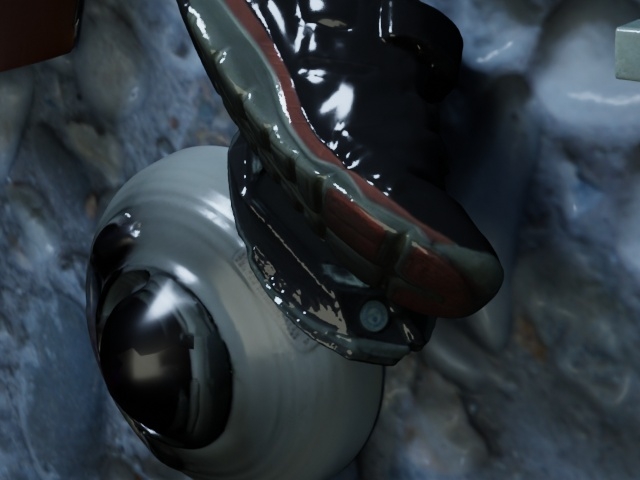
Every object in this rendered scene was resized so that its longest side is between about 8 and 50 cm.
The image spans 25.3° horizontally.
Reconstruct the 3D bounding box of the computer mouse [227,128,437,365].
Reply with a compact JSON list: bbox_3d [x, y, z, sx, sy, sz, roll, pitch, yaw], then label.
[{"bbox_3d":[0.000,0.000,0.929,0.192,0.106,0.062,58,141,11],"label":"computer mouse"}]

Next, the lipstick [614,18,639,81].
[{"bbox_3d":[0.218,-0.095,0.743,0.129,0.030,0.030,12,114,39],"label":"lipstick"}]

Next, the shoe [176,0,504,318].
[{"bbox_3d":[0.030,-0.078,0.851,0.291,0.137,0.114,54,172,25],"label":"shoe"}]

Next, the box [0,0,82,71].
[{"bbox_3d":[-0.332,-0.362,1.070,0.385,0.122,0.344,34,127,28],"label":"box"}]

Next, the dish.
[{"bbox_3d":[-0.101,0.077,1.034,0.273,0.134,0.273,18,118,38],"label":"dish"}]
